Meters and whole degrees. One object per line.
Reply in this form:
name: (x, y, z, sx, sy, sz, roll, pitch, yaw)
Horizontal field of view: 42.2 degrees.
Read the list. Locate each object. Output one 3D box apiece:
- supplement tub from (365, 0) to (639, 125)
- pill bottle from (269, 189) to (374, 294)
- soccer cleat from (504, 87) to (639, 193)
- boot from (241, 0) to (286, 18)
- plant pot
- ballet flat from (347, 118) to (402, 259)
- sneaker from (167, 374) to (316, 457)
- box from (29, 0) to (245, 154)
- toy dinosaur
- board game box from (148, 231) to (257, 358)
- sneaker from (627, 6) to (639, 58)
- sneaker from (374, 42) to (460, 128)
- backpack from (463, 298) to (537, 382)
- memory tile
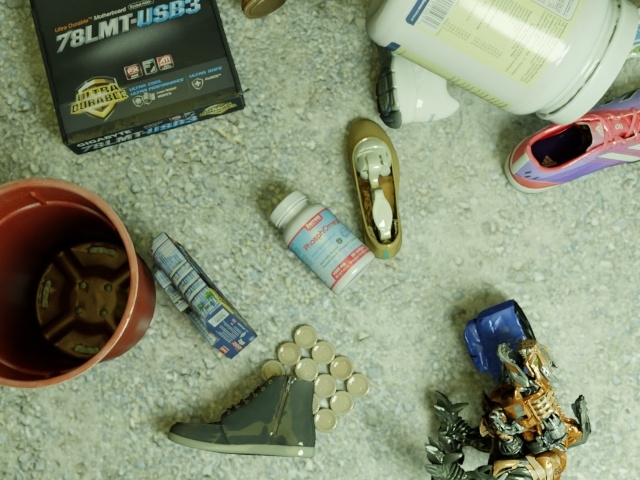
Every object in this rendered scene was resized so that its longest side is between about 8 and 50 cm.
supplement tub: (0.252, -0.323, 1.175, 0.325, 0.235, 0.235, 25, 82, -11)
pill bottle: (0.000, 0.000, 1.273, 0.160, 0.087, 0.087, 44, 85, 8)
soccer cleat: (0.440, -0.164, 1.268, 0.318, 0.116, 0.108, -22, 80, -1)
boot: (-0.099, -0.467, 1.365, 0.152, 0.073, 0.197, 42, 72, 7)
plant pot: (-0.364, 0.072, 1.186, 0.272, 0.265, 0.272, 0, 81, 2)
ballet flat: (0.091, -0.088, 1.291, 0.080, 0.073, 0.232, -11, 80, 0)
sneaker: (-0.114, 0.260, 1.241, 0.222, 0.083, 0.118, 2, 74, 6)
box: (-0.300, -0.319, 1.348, 0.295, 0.073, 0.293, -16, 81, -1)
toy dinosaur: (0.266, 0.294, 1.156, 0.218, 0.164, 0.322, -5, 90, 16)
board game box: (-0.196, 0.070, 1.240, 0.060, 0.194, 0.194, -41, 67, -6)
sneaker: (0.444, -0.317, 1.313, 0.211, 0.080, 0.081, -6, 77, 2)
sneaker: (0.152, -0.322, 1.327, 0.129, 0.111, 0.297, -2, 85, -13)
backpack: (0.274, 0.160, 1.235, 0.101, 0.098, 0.120, -24, 89, 19)
memory tile: (-0.007, 0.212, 1.276, 0.148, 0.012, 0.113, 42, 84, 9)
